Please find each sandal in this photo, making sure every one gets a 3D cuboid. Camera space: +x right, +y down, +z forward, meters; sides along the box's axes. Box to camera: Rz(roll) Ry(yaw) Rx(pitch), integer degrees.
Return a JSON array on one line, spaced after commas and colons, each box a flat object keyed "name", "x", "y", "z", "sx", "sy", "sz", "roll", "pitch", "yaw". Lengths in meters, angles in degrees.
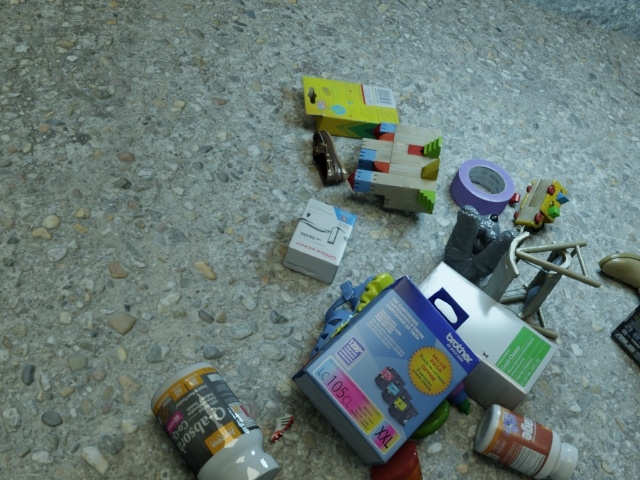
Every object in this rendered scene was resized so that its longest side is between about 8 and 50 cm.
[{"name": "sandal", "x": 0.065, "y": 0.208, "z": 1.800, "sx": 0.138, "sy": 0.126, "sz": 0.317, "roll": 6, "pitch": 44, "yaw": 40}]

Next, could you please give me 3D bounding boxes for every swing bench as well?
[{"name": "swing bench", "x": 0.561, "y": 0.118, "z": 1.922, "sx": 0.254, "sy": 0.253, "sz": 0.165, "roll": 8, "pitch": 48, "yaw": -11}]

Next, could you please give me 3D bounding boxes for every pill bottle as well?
[{"name": "pill bottle", "x": -0.218, "y": 0.405, "z": 1.492, "sx": 0.162, "sy": 0.162, "sz": 0.278, "roll": -26, "pitch": 62, "yaw": -34}, {"name": "pill bottle", "x": 0.481, "y": 0.480, "z": 1.674, "sx": 0.216, "sy": 0.121, "sz": 0.121, "roll": 24, "pitch": 48, "yaw": 3}]

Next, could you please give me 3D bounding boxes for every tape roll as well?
[{"name": "tape roll", "x": 0.514, "y": -0.166, "z": 2.270, "sx": 0.188, "sy": 0.080, "sz": 0.189, "roll": 9, "pitch": 49, "yaw": -10}]

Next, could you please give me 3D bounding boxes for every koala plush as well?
[{"name": "koala plush", "x": 0.462, "y": -0.006, "z": 2.077, "sx": 0.196, "sy": 0.203, "sz": 0.221, "roll": 30, "pitch": 27, "yaw": 6}]

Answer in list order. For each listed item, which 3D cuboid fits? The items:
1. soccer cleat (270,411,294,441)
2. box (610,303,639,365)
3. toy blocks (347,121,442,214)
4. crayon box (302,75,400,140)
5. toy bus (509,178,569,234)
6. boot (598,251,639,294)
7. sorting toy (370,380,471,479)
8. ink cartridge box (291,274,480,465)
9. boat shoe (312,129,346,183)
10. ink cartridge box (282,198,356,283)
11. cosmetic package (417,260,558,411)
[{"name": "soccer cleat", "x": -0.092, "y": 0.420, "z": 1.610, "sx": 0.035, "sy": 0.029, "sz": 0.083, "roll": 29, "pitch": 44, "yaw": 20}, {"name": "box", "x": 1.001, "y": 0.296, "z": 1.865, "sx": 0.097, "sy": 0.318, "sz": 0.395, "roll": -20, "pitch": 58, "yaw": -30}, {"name": "toy blocks", "x": 0.227, "y": -0.233, "z": 2.194, "sx": 0.260, "sy": 0.191, "sz": 0.382, "roll": 9, "pitch": 48, "yaw": 5}, {"name": "crayon box", "x": 0.092, "y": -0.436, "z": 2.369, "sx": 0.318, "sy": 0.081, "sz": 0.202, "roll": 6, "pitch": 49, "yaw": -13}, {"name": "toy bus", "x": 0.692, "y": -0.093, "z": 2.242, "sx": 0.104, "sy": 0.202, "sz": 0.191, "roll": 35, "pitch": 33, "yaw": -29}, {"name": "boot", "x": 0.967, "y": 0.172, "z": 2.117, "sx": 0.236, "sy": 0.089, "sz": 0.270, "roll": 9, "pitch": 50, "yaw": -10}, {"name": "sorting toy", "x": 0.260, "y": 0.466, "z": 1.654, "sx": 0.126, "sy": 0.127, "sz": 0.365, "roll": 55, "pitch": 48, "yaw": -8}, {"name": "ink cartridge box", "x": 0.169, "y": 0.272, "z": 1.633, "sx": 0.395, "sy": 0.151, "sz": 0.270, "roll": -41, "pitch": 88, "yaw": -24}, {"name": "boat shoe", "x": 0.013, "y": -0.261, "z": 2.198, "sx": 0.073, "sy": 0.073, "sz": 0.207, "roll": -6, "pitch": 52, "yaw": -25}, {"name": "ink cartridge box", "x": 0.000, "y": 0.000, "z": 1.960, "sx": 0.148, "sy": 0.086, "sz": 0.203, "roll": 21, "pitch": 47, "yaw": 0}, {"name": "cosmetic package", "x": 0.382, "y": 0.251, "z": 1.819, "sx": 0.365, "sy": 0.155, "sz": 0.197, "roll": 38, "pitch": 51, "yaw": 14}]
